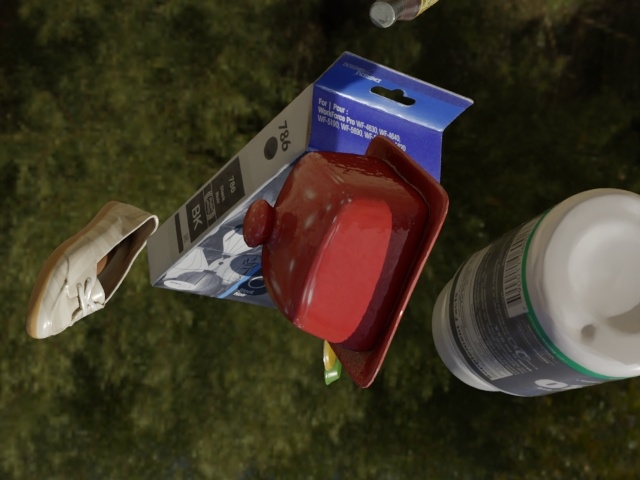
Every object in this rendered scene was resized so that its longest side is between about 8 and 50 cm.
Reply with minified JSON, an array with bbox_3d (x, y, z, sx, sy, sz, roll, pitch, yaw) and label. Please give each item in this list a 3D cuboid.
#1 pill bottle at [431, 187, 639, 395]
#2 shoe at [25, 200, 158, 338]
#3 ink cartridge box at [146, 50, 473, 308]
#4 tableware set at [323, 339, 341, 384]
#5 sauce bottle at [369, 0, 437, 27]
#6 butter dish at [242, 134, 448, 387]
[{"bbox_3d":[0.272,0.078,1.282,0.204,0.204,0.361,1,167,-13],"label":"pill bottle"},{"bbox_3d":[-0.249,0.029,1.182,0.058,0.076,0.219,14,-138,15],"label":"shoe"},{"bbox_3d":[-0.014,-0.041,1.038,0.165,0.333,0.065,13,-129,-36],"label":"ink cartridge box"},{"bbox_3d":[0.003,0.073,1.057,0.024,0.154,0.104,2,-121,11],"label":"tableware set"},{"bbox_3d":[0.084,-0.236,1.050,0.042,0.042,0.128,13,-147,23],"label":"sauce bottle"},{"bbox_3d":[0.000,0.000,0.784,0.118,0.159,0.160,16,-163,-22],"label":"butter dish"}]
